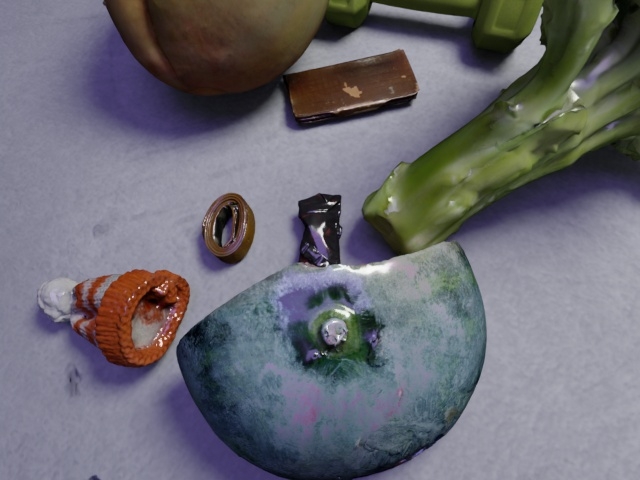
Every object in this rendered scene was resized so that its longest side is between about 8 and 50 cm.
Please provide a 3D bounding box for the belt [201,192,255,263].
[{"bbox_3d":[-0.112,-0.014,0.510,0.059,0.036,0.083,-1,69,10],"label":"belt"}]

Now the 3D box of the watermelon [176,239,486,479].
[{"bbox_3d":[0.037,0.117,0.375,0.322,0.175,0.188,-24,69,-5],"label":"watermelon"}]

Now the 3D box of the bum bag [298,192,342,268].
[{"bbox_3d":[0.000,0.000,0.497,0.058,0.034,0.124,3,69,-5],"label":"bum bag"}]

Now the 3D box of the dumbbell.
[{"bbox_3d":[0.146,-0.346,0.581,0.303,0.121,0.108,13,42,9],"label":"dumbbell"}]

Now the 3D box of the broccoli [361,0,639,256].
[{"bbox_3d":[0.256,-0.135,0.437,0.354,0.396,0.274,12,31,-13],"label":"broccoli"}]

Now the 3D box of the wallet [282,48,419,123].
[{"bbox_3d":[0.042,-0.214,0.582,0.176,0.026,0.095,-13,63,-2],"label":"wallet"}]

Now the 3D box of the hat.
[{"bbox_3d":[-0.243,0.074,0.469,0.163,0.093,0.112,4,58,24],"label":"hat"}]

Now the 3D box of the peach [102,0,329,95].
[{"bbox_3d":[-0.125,-0.325,0.518,0.293,0.247,0.291,2,95,21],"label":"peach"}]
